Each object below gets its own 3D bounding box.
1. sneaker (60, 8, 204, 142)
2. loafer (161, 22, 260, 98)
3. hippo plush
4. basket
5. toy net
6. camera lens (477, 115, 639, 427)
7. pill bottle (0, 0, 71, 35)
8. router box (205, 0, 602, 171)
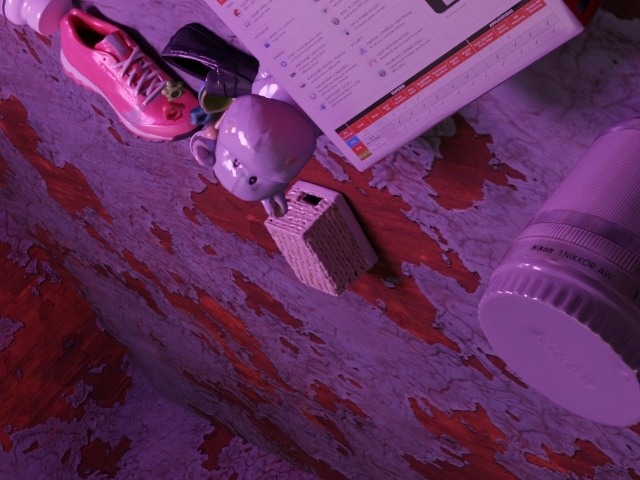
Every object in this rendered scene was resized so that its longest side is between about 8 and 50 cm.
[{"bbox_3d":[-0.326,-0.276,1.933,0.314,0.116,0.136,34,156,18],"label":"sneaker"},{"bbox_3d":[-0.140,-0.242,1.729,0.223,0.078,0.076,34,158,18],"label":"loafer"},{"bbox_3d":[-0.069,-0.180,1.511,0.234,0.236,0.294,43,158,-4],"label":"hippo plush"},{"bbox_3d":[0.000,0.000,1.918,0.113,0.103,0.167,19,150,46],"label":"basket"},{"bbox_3d":[-0.187,-0.183,1.868,0.045,0.122,0.232,60,163,30],"label":"toy net"},{"bbox_3d":[0.320,0.025,1.193,0.219,0.274,0.219,35,158,17],"label":"camera lens"},{"bbox_3d":[-0.516,-0.430,1.970,0.180,0.108,0.108,36,158,13],"label":"pill bottle"},{"bbox_3d":[0.064,-0.264,1.183,0.301,0.082,0.335,48,136,-13],"label":"router box"}]
